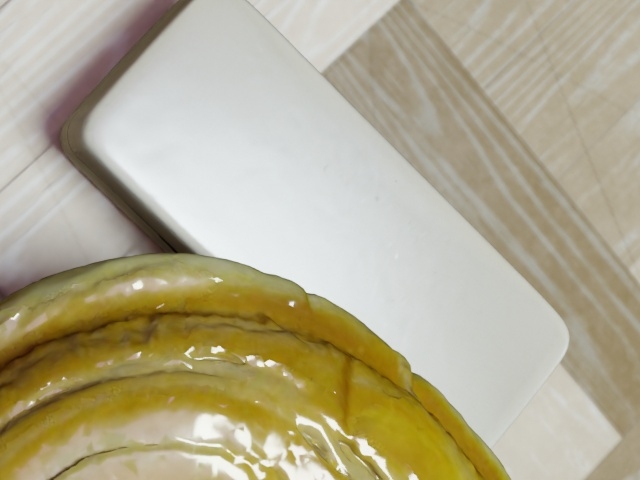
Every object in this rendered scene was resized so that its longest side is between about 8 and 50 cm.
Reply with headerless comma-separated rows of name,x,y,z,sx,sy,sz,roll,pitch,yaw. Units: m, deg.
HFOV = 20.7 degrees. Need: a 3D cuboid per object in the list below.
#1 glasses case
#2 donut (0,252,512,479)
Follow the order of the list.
glasses case,0.000,0.000,1.112,0.336,0.076,0.144,45,75,-13
donut,-0.083,0.229,0.998,0.449,0.198,0.449,-2,99,-12
